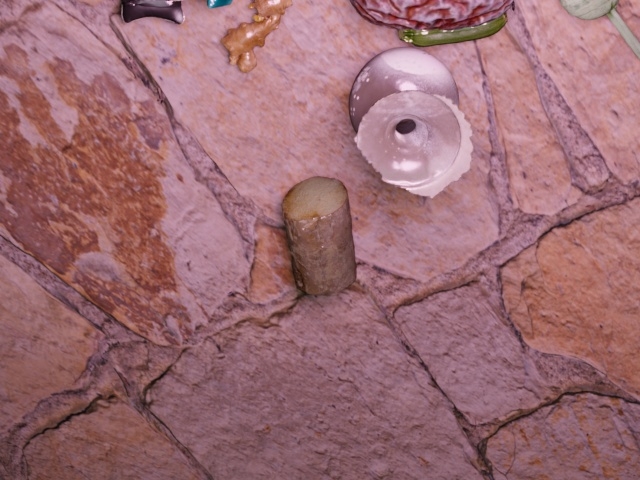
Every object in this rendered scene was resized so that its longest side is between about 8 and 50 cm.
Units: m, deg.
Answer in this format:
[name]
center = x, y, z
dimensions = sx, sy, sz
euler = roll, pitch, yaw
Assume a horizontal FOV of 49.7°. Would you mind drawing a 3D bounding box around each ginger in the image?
[ginger]
center = -0.133, -0.455, 1.421
dimensions = 0.176, 0.052, 0.193
euler = -15, 119, 18

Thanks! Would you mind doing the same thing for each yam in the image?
[yam]
center = 0.000, 0.000, 1.635
dimensions = 0.161, 0.161, 0.268
euler = -4, 124, 5

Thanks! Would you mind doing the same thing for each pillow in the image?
[pillow]
center = -0.346, -0.492, 1.410
dimensions = 0.136, 0.055, 0.091
euler = 0, 90, 0

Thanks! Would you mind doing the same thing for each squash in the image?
[squash]
center = 0.266, -0.434, 1.398
dimensions = 0.219, 0.077, 0.068
euler = -7, 101, 3

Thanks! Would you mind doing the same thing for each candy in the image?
[candy]
center = 0.629, -0.407, 1.396
dimensions = 0.440, 0.119, 0.119
euler = 36, 117, -26

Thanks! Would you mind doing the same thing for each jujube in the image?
[jujube]
center = 0.211, -0.499, 1.280
dimensions = 0.317, 0.226, 0.226
euler = 6, 122, 3

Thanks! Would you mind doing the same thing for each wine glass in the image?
[wine glass]
center = 0.171, -0.254, 1.371
dimensions = 0.238, 0.323, 0.238
euler = 2, 123, 4

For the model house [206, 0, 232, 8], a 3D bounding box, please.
[model house]
center = -0.208, -0.519, 1.334
dimensions = 0.149, 0.100, 0.127
euler = 10, 115, 11
